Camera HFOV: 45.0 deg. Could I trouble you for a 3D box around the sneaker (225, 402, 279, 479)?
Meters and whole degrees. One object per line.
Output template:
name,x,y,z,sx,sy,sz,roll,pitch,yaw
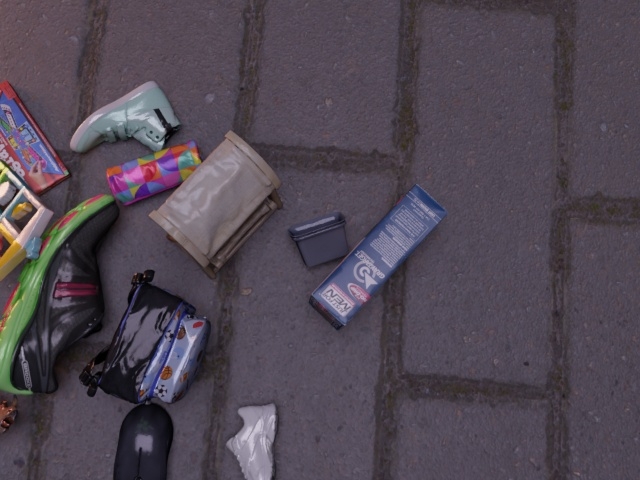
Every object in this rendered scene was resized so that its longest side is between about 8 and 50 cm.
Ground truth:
sneaker,-0.155,0.480,1.723,0.115,0.090,0.232,2,70,3

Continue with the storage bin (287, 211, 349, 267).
storage bin,0.000,0.000,1.817,0.135,0.098,0.091,-18,109,-7

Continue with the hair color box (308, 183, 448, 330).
hair color box,0.127,0.042,1.767,0.105,0.174,0.347,42,80,5

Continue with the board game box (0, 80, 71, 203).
board game box,-0.731,-0.230,1.839,0.145,0.027,0.281,-35,84,-8

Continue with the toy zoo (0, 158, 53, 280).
toy zoo,-0.708,-0.042,1.719,0.293,0.030,0.192,39,90,33

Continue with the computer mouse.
computer mouse,-0.387,0.498,1.704,0.188,0.072,0.273,0,80,-3

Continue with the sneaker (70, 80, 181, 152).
sneaker,-0.455,-0.250,1.827,0.255,0.094,0.151,-36,87,-8

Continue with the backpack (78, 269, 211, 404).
backpack,-0.351,0.224,1.661,0.213,0.263,0.277,28,83,-4

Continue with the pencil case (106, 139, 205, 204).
pencil case,-0.379,-0.159,1.813,0.236,0.104,0.105,-19,81,-5

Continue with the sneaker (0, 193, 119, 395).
sneaker,-0.571,0.119,1.735,0.202,0.185,0.483,30,75,-27

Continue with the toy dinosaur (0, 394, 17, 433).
toy dinosaur,-0.791,0.386,1.680,0.295,0.127,0.200,24,71,13

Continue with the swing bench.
swing bench,-0.222,-0.071,1.725,0.165,0.255,0.253,41,80,4
